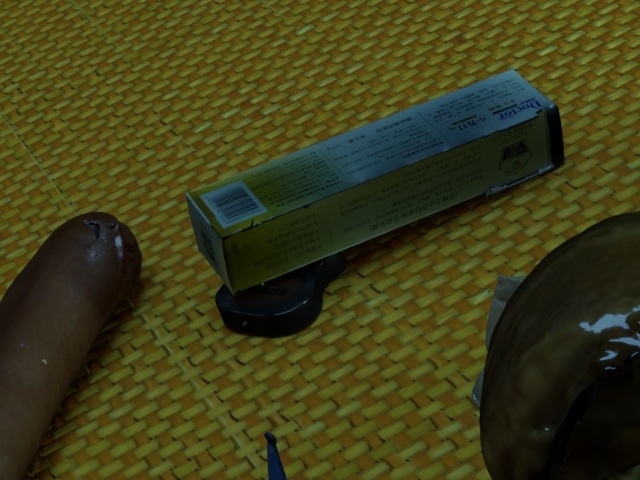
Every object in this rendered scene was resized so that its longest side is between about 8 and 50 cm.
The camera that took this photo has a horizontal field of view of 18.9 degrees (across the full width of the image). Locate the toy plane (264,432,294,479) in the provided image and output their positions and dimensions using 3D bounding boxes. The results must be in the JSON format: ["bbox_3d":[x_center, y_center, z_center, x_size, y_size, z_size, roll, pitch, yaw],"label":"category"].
[{"bbox_3d":[0.029,0.203,1.218,0.254,0.105,0.271,-23,33,-32],"label":"toy plane"}]

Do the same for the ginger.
[{"bbox_3d":[0.193,0.080,1.154,0.200,0.269,0.223,-45,39,8],"label":"ginger"}]

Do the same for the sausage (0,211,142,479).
[{"bbox_3d":[-0.236,0.108,1.521,0.094,0.094,0.419,-53,9,39],"label":"sausage"}]

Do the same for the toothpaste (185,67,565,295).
[{"bbox_3d":[0.048,-0.054,1.591,0.313,0.071,0.089,-22,36,-15],"label":"toothpaste"}]

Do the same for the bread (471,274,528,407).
[{"bbox_3d":[0.192,0.076,1.391,0.152,0.105,0.077,-2,17,-36],"label":"bread"}]

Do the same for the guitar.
[{"bbox_3d":[0.000,0.000,1.614,0.088,0.025,0.233,6,39,35],"label":"guitar"}]
